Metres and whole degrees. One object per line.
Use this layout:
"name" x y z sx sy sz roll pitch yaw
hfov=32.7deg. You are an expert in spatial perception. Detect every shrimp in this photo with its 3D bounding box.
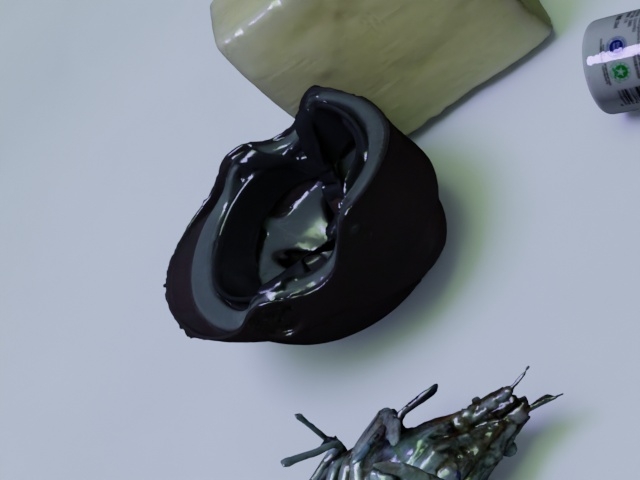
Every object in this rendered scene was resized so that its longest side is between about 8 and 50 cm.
"shrimp" 0.036 0.251 0.977 0.221 0.166 0.410 50 123 9

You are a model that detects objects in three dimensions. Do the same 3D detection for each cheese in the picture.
"cheese" 0.061 -0.227 1.113 0.265 0.242 0.124 -33 42 25

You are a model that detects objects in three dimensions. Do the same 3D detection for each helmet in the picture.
"helmet" 0.000 0.000 1.105 0.305 0.177 0.225 -39 43 29

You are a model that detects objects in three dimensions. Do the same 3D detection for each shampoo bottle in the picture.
"shampoo bottle" 0.379 -0.177 0.921 0.303 0.092 0.092 -9 64 38
